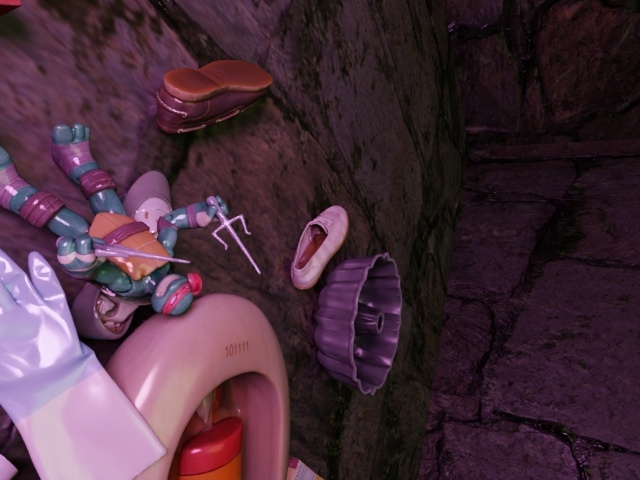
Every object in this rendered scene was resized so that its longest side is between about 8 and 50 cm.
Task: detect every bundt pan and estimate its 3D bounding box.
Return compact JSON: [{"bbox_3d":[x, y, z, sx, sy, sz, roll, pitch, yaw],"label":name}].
[{"bbox_3d":[0.088,0.187,0.982,0.331,0.124,0.330,-14,106,-60],"label":"bundt pan"}]

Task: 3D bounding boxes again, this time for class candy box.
[{"bbox_3d":[-0.059,0.439,0.753,0.053,0.109,0.186,-65,144,-35],"label":"candy box"}]

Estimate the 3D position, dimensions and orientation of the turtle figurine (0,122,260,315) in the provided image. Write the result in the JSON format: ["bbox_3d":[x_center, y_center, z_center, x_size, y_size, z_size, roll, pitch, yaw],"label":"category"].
[{"bbox_3d":[-0.182,-0.003,0.382,0.118,0.234,0.175,-51,180,24],"label":"turtle figurine"}]

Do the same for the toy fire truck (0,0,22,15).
[{"bbox_3d":[-0.311,-0.133,0.290,0.192,0.047,0.135,-35,123,-54],"label":"toy fire truck"}]

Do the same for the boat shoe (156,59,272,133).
[{"bbox_3d":[-0.146,-0.203,0.576,0.207,0.073,0.073,-38,163,-50],"label":"boat shoe"}]

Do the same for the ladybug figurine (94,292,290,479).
[{"bbox_3d":[-0.164,0.283,0.485,0.305,0.162,0.449,6,87,-62],"label":"ladybug figurine"}]

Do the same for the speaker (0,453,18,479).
[{"bbox_3d":[-0.314,0.224,0.315,0.136,0.055,0.055,-53,137,-45],"label":"speaker"}]

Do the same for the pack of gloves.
[{"bbox_3d":[-0.248,0.123,0.277,0.195,0.046,0.232,-32,96,-32],"label":"pack of gloves"}]

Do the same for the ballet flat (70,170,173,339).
[{"bbox_3d":[-0.208,0.013,0.475,0.072,0.068,0.213,50,50,-52],"label":"ballet flat"}]

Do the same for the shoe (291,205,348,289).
[{"bbox_3d":[0.000,0.000,0.849,0.219,0.077,0.058,-63,149,-33],"label":"shoe"}]
